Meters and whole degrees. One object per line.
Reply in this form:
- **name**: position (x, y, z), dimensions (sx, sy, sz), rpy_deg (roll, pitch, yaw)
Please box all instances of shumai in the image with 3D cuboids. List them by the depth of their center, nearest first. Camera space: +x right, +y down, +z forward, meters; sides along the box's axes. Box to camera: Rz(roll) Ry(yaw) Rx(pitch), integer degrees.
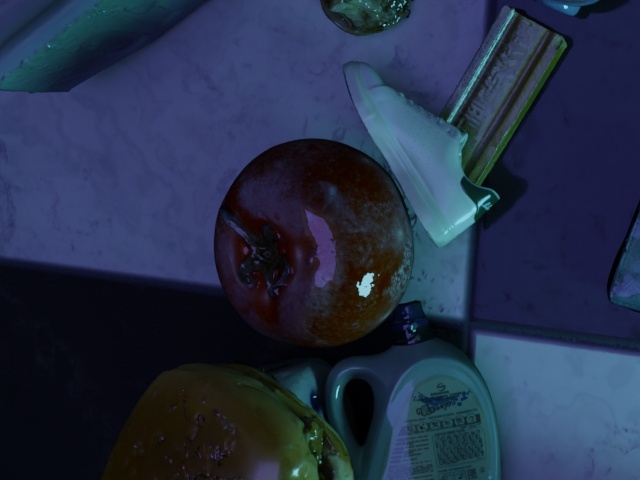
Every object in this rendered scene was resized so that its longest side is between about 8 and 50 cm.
- **shumai**: position (0.045, -0.332, 1.617), dimensions (0.145, 0.116, 0.145), rpy_deg (2, 96, 21)

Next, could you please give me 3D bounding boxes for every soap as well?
- **soap**: position (0.211, -0.170, 1.611), dimensions (0.092, 0.037, 0.252), rpy_deg (35, 108, 14)
- **soap**: position (-0.243, -0.376, 1.653), dimensions (0.446, 0.261, 0.156), rpy_deg (-34, 83, 21)

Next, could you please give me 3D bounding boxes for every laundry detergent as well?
- **laundry detergent**: position (0.117, 0.220, 1.641), dimensions (0.215, 0.105, 0.280), rpy_deg (-12, 94, 3)

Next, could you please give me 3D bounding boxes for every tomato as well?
- **tomato**: position (0.000, 0.000, 1.611), dimensions (0.270, 0.227, 0.270), rpy_deg (16, 112, 44)

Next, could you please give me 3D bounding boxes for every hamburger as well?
- **hamburger**: position (-0.127, 0.305, 1.534), dimensions (0.284, 0.174, 0.304), rpy_deg (34, 102, 28)

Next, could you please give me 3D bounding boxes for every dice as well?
- **dice**: position (-0.068, 0.269, 1.694), dimensions (0.192, 0.194, 0.193), rpy_deg (-15, 89, 25)

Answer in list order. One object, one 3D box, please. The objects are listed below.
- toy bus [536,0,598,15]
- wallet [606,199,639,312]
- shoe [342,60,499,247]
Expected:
- **toy bus**: position (0.231, -0.395, 1.471), dimensions (0.294, 0.232, 0.197), rpy_deg (30, 107, 16)
- **wallet**: position (0.543, 0.051, 1.495), dimensions (0.379, 0.046, 0.191), rpy_deg (21, 105, 18)
- **shoe**: position (0.126, -0.126, 1.592), dimensions (0.110, 0.095, 0.265), rpy_deg (-28, 81, 6)
